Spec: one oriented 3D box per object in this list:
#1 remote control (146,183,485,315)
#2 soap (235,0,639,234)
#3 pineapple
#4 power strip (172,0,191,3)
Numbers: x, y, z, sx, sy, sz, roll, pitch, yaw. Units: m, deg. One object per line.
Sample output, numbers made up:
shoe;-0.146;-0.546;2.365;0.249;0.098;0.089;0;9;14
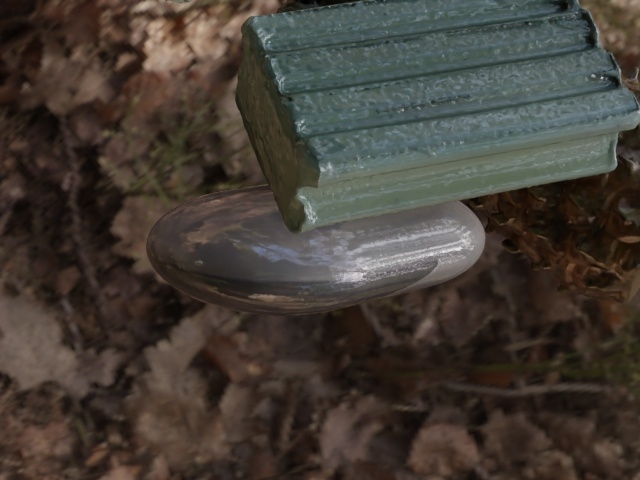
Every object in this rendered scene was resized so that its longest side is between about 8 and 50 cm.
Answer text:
remote control;0.000;0.000;1.405;0.332;0.221;0.103;-9;106;-46
soap;0.062;-0.078;0.876;0.198;0.063;0.114;-10;58;-18
pineapple;0.109;-0.099;1.036;0.310;0.170;0.141;36;28;8
power strip;-0.182;-0.292;1.875;0.055;0.083;0.035;3;114;-36
